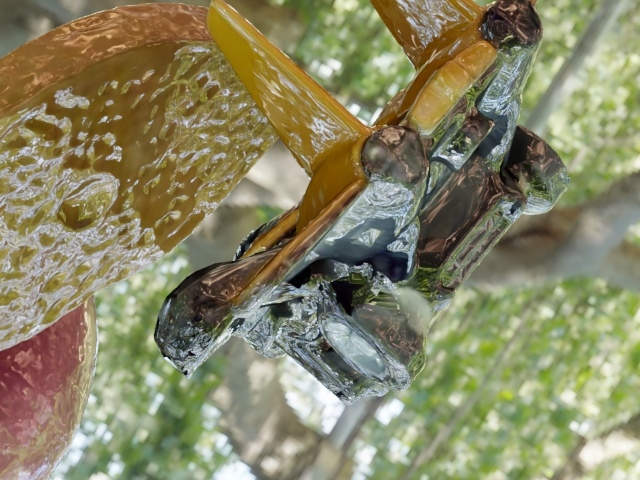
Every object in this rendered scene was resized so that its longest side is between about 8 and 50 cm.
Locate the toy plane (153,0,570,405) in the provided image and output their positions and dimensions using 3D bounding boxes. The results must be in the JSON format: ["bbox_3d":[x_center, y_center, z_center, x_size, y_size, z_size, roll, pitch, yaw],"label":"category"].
[{"bbox_3d":[0.010,0.008,0.555,0.103,0.204,0.316,39,159,11],"label":"toy plane"}]

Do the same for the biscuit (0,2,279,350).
[{"bbox_3d":[-0.097,-0.024,0.593,0.029,0.221,0.142,45,155,26],"label":"biscuit"}]

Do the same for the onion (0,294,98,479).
[{"bbox_3d":[-0.344,0.048,1.079,0.358,0.358,0.345,43,160,41],"label":"onion"}]
